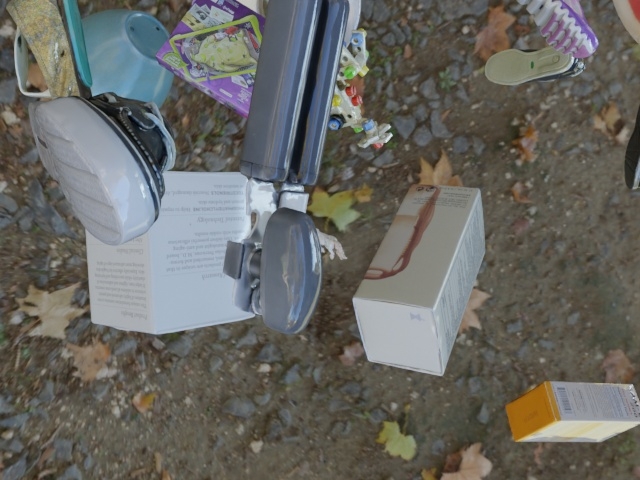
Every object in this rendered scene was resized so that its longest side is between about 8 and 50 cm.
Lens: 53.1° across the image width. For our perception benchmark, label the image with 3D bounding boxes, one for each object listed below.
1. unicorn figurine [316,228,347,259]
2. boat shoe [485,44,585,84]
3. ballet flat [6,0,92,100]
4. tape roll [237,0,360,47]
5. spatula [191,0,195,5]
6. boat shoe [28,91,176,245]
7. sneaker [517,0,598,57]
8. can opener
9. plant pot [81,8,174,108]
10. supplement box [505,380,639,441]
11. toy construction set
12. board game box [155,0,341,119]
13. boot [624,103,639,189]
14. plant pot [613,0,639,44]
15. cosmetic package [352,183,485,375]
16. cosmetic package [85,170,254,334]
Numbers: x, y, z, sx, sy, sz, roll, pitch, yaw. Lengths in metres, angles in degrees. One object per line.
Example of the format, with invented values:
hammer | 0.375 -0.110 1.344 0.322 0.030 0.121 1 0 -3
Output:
unicorn figurine | 0.000 0.000 1.812 0.060 0.161 0.111 -65 147 -27
boat shoe | 0.478 -0.390 1.448 0.079 0.233 0.084 1 96 -40
ballet flat | -0.393 -0.213 0.981 0.123 0.123 0.349 -16 95 -18
tape roll | -0.075 -0.677 1.842 0.391 0.072 0.392 3 112 6
spatula | -0.178 -0.501 1.569 0.296 0.084 0.030 34 32 -37
boat shoe | -0.201 -0.098 0.620 0.119 0.335 0.121 -22 120 -23
sneaker | 0.413 -0.429 1.117 0.104 0.095 0.236 -40 90 -5
can opener | -0.013 -0.066 0.527 0.076 0.095 0.284 -1 105 -52
plant pot | -0.472 -0.451 1.580 0.290 0.195 0.290 26 53 -39
supplement box | 0.226 0.153 0.570 0.098 0.062 0.036 7 55 -20
toy construction set | 0.088 -0.414 1.816 0.151 0.215 0.328 -45 118 -49
board game box | -0.155 -0.384 1.398 0.346 0.056 0.208 32 76 0
boot | 0.774 -0.216 1.388 0.178 0.085 0.237 6 113 4
plant pot | 0.460 -0.310 0.659 0.243 0.275 0.275 -26 95 -17
cosmetic package | 0.172 0.052 1.048 0.296 0.129 0.153 -57 144 -44
cosmetic package | -0.407 0.022 1.722 0.327 0.329 0.394 -5 94 -46
